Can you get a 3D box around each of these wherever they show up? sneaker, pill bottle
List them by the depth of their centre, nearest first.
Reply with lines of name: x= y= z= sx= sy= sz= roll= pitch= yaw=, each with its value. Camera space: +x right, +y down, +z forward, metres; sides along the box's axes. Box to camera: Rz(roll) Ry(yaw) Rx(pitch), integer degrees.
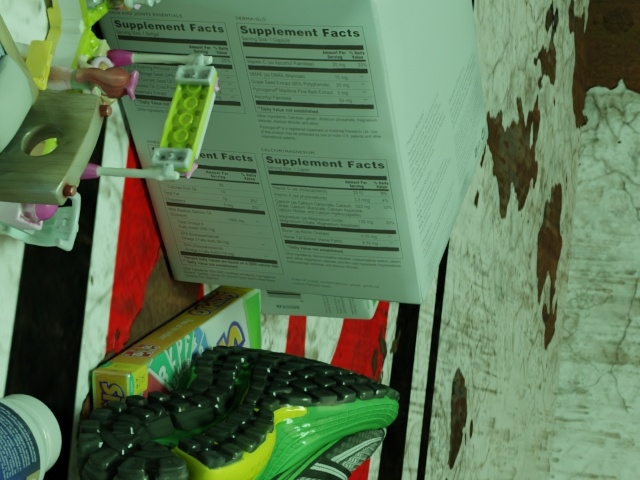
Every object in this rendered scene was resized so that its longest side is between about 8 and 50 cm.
pill bottle: x=-0.189 y=0.122 z=0.858 sx=0.120 sy=0.067 sz=0.067 roll=-27 pitch=119 yaw=-68
sneaker: x=-0.058 y=0.163 z=1.094 sx=0.343 sy=0.134 sz=0.146 roll=-18 pitch=118 yaw=-59

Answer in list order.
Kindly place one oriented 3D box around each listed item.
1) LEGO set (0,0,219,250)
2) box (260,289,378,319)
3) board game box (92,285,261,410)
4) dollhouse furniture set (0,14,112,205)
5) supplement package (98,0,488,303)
LEGO set: x=-0.123 y=-0.134 z=0.938 sx=0.132 sy=0.107 sz=0.287 roll=18 pitch=77 yaw=-70
box: x=0.000 y=0.000 z=1.325 sx=0.087 sy=0.102 sz=0.101 roll=-67 pitch=152 yaw=-47
board game box: x=-0.096 y=0.117 z=1.183 sx=0.259 sy=0.039 sz=0.124 roll=-38 pitch=130 yaw=-68
dollhouse furniture set: x=-0.197 y=-0.037 z=0.711 sx=0.129 sy=0.129 sz=0.184 roll=70 pitch=30 yaw=-49
supplement package: x=-0.010 y=-0.124 z=1.125 sx=0.199 sy=0.198 sz=0.263 roll=-65 pitch=152 yaw=-44
